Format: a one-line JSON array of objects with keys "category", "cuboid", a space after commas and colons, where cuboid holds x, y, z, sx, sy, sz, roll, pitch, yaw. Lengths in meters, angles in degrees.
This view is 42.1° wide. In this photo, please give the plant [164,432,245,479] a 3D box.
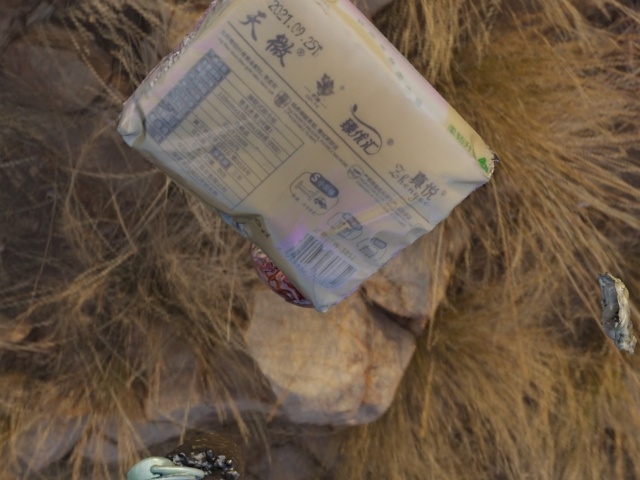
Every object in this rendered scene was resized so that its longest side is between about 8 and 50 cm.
[{"category": "plant", "cuboid": [-0.257, 0.510, 1.670, 0.194, 0.321, 0.182, -1, 96, 4]}]

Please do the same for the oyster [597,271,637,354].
[{"category": "oyster", "cuboid": [0.496, 0.121, 1.396, 0.053, 0.108, 0.166, -19, 133, 0]}]

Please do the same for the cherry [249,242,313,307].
[{"category": "cherry", "cuboid": [0.000, 0.000, 1.249, 0.192, 0.250, 0.175, -35, 96, 20]}]

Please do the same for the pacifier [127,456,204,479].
[{"category": "pacifier", "cuboid": [-0.214, 0.351, 1.112, 0.126, 0.117, 0.150, -2, 157, -25]}]

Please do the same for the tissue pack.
[{"category": "tissue pack", "cuboid": [-0.015, -0.084, 0.696, 0.256, 0.123, 0.215, 41, 111, -21]}]
